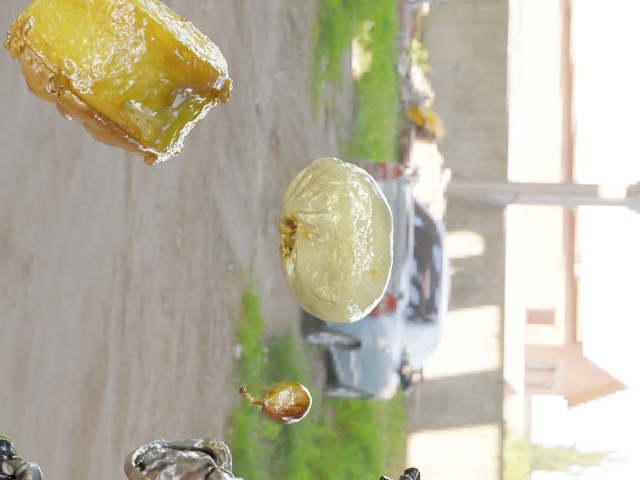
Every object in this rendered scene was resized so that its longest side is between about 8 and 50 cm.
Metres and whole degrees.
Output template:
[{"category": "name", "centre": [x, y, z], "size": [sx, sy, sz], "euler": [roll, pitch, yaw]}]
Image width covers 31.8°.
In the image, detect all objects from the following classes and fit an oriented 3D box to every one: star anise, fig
[{"category": "star anise", "centre": [-0.162, 0.380, 1.676], "size": [0.139, 0.316, 0.359], "euler": [-59, -165, -4]}, {"category": "fig", "centre": [-0.050, 0.175, 1.228], "size": [0.050, 0.083, 0.050], "euler": [-26, -123, 49]}]

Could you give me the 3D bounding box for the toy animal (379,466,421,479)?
[{"category": "toy animal", "centre": [0.046, 0.400, 1.641], "size": [0.117, 0.210, 0.121], "euler": [39, 45, -79]}]

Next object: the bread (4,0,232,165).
[{"category": "bread", "centre": [-0.191, -0.171, 1.183], "size": [0.147, 0.160, 0.260], "euler": [46, 5, 33]}]

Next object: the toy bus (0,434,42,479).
[{"category": "toy bus", "centre": [-0.345, 0.355, 1.095], "size": [0.145, 0.151, 0.331], "euler": [25, 38, -55]}]

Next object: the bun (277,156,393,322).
[{"category": "bun", "centre": [0.000, 0.000, 1.462], "size": [0.222, 0.128, 0.222], "euler": [7, -81, 55]}]
